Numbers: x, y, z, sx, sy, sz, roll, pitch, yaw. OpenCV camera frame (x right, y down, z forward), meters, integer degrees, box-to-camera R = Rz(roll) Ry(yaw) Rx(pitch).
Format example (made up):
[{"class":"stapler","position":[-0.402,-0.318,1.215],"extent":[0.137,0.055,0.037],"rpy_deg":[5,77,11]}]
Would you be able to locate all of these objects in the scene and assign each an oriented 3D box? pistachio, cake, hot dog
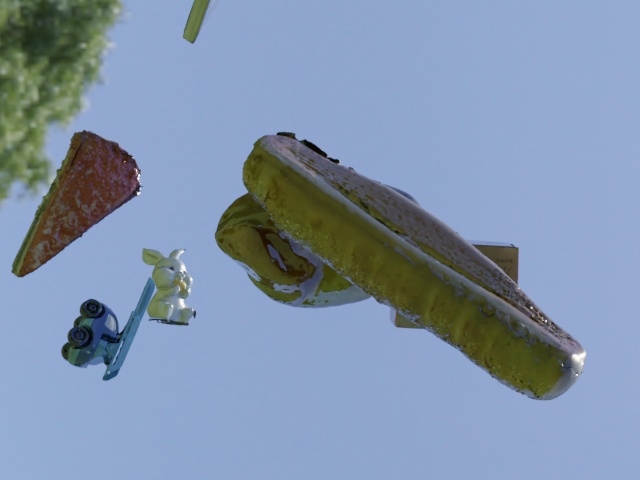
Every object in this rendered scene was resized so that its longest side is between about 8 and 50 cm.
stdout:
[{"class":"pistachio","position":[-0.003,-0.001,1.175],"extent":[0.110,0.189,0.100],"rpy_deg":[-122,-150,-54]},{"class":"cake","position":[-0.330,-0.035,1.841],"extent":[0.220,0.117,0.086],"rpy_deg":[-68,-158,-2]},{"class":"hot dog","position":[0.062,0.020,0.962],"extent":[0.289,0.083,0.068],"rpy_deg":[38,-57,15]}]

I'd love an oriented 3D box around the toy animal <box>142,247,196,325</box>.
[{"class":"toy animal","position":[-0.234,0.069,2.080],"extent":[0.085,0.071,0.124],"rpy_deg":[-7,-102,58]}]

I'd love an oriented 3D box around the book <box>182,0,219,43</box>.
[{"class":"book","position":[-0.107,-0.327,1.502],"extent":[0.231,0.026,0.157],"rpy_deg":[-79,-167,-65]}]

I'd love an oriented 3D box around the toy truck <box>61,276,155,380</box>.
[{"class":"toy truck","position":[-0.252,0.094,1.581],"extent":[0.063,0.074,0.136],"rpy_deg":[125,-14,-58]}]

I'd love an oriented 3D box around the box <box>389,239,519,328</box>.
[{"class":"box","position":[0.160,0.054,1.596],"extent":[0.060,0.156,0.111],"rpy_deg":[-88,180,-84]}]
